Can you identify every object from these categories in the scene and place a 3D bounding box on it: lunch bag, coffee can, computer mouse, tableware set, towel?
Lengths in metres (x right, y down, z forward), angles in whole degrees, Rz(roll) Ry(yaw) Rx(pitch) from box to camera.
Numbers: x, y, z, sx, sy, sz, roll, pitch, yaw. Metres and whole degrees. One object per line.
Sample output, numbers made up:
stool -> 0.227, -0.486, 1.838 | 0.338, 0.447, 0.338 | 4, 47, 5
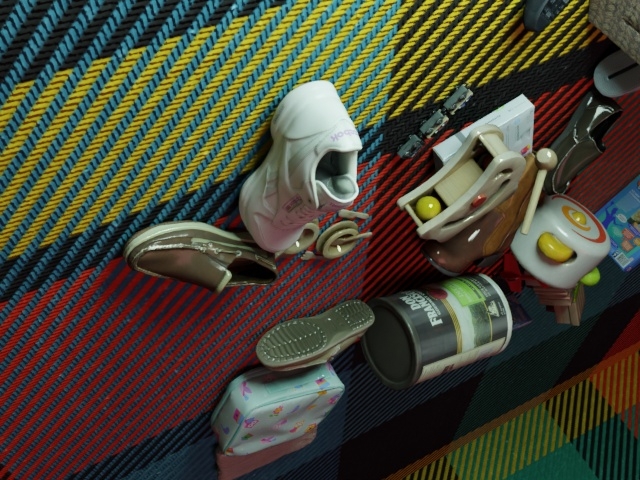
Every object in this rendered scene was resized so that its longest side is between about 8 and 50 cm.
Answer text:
lunch bag -> -0.091, 0.359, 1.609 | 0.279, 0.108, 0.224 | -7, 138, -37
coffee can -> 0.252, 0.194, 1.598 | 0.275, 0.201, 0.201 | -13, 144, -31
computer mouse -> 0.366, -0.404, 1.025 | 0.242, 0.041, 0.071 | -52, 153, 18
tableware set -> 0.000, 0.000, 1.250 | 0.194, 0.039, 0.128 | 7, 131, -47
towel -> -0.136, 0.515, 1.849 | 0.282, 0.049, 0.187 | -20, 145, -19

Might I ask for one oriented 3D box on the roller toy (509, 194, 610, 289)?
roller toy -> 0.517, -0.006, 1.567 | 0.209, 0.191, 0.146 | 12, 130, -29

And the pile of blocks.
pile of blocks -> 0.607, 0.100, 1.911 | 0.112, 0.149, 0.362 | 1, 153, 31

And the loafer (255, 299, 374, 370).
loafer -> -0.008, 0.208, 1.477 | 0.268, 0.102, 0.092 | -17, 140, -26

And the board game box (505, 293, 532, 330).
board game box -> 0.504, 0.196, 1.938 | 0.090, 0.090, 0.020 | -18, 150, -24

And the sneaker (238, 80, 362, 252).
sneaker -> -0.029, -0.068, 1.020 | 0.114, 0.152, 0.305 | -15, 147, -31

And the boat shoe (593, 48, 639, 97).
boat shoe -> 0.620, -0.333, 1.235 | 0.302, 0.109, 0.094 | -18, -178, 39

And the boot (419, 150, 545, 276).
boot -> 0.350, -0.055, 1.443 | 0.264, 0.096, 0.280 | 3, 132, -40

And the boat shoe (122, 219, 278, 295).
boat shoe -> -0.166, 0.032, 1.089 | 0.257, 0.095, 0.095 | 0, 136, -42

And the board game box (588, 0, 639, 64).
board game box -> 0.592, -0.381, 1.065 | 0.291, 0.232, 0.141 | -31, 149, -1

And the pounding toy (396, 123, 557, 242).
pounding toy -> 0.277, -0.081, 1.200 | 0.269, 0.155, 0.154 | -35, 154, 6

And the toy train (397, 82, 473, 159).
toy train -> 0.186, -0.189, 1.165 | 0.158, 0.027, 0.036 | -46, 150, 22

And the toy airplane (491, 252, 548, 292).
toy airplane -> 0.494, 0.089, 1.767 | 0.151, 0.028, 0.151 | 10, 141, 8

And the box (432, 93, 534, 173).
box -> 0.292, -0.161, 1.292 | 0.186, 0.038, 0.145 | -30, 150, -2

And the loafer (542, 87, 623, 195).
loafer -> 0.492, -0.176, 1.368 | 0.080, 0.078, 0.220 | 5, 117, -43

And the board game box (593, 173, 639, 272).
board game box -> 0.778, -0.050, 1.775 | 0.210, 0.160, 0.047 | -46, 147, 22
